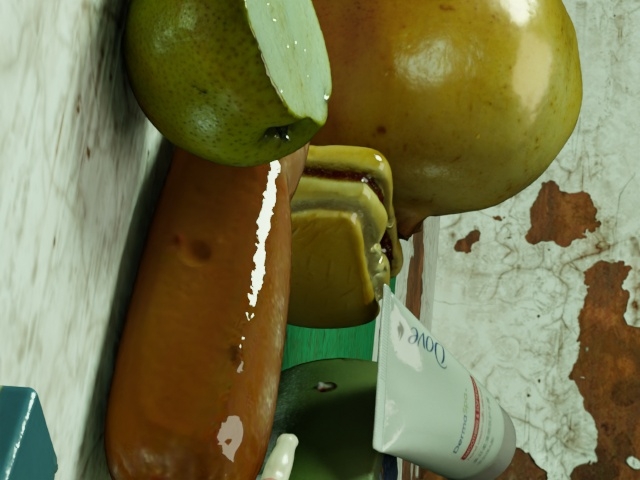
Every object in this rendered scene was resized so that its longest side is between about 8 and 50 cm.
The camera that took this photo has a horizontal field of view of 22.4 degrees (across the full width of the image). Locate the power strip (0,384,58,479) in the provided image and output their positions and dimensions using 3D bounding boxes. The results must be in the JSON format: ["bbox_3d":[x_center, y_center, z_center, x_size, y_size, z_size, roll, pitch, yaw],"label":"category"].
[{"bbox_3d":[-0.141,0.120,0.672,0.123,0.032,0.056,-79,168,-45],"label":"power strip"}]

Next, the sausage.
[{"bbox_3d":[-0.062,0.015,0.963,0.097,0.094,0.348,103,-4,-53],"label":"sausage"}]

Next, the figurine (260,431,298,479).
[{"bbox_3d":[-0.061,0.188,1.106,0.187,0.083,0.083,-64,156,-53],"label":"figurine"}]

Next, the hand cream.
[{"bbox_3d":[0.092,0.135,1.353,0.248,0.083,0.133,41,47,-60],"label":"hand cream"}]

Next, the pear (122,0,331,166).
[{"bbox_3d":[-0.060,-0.107,0.908,0.141,0.104,0.141,56,22,-37],"label":"pear"}]

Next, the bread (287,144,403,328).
[{"bbox_3d":[0.000,0.000,1.261,0.200,0.116,0.077,77,21,-59],"label":"bread"}]

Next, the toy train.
[{"bbox_3d":[0.001,0.242,1.344,0.300,0.131,0.202,-70,153,-64],"label":"toy train"}]

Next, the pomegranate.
[{"bbox_3d":[0.085,-0.131,1.332,0.264,0.264,0.264,3,90,-81],"label":"pomegranate"}]
